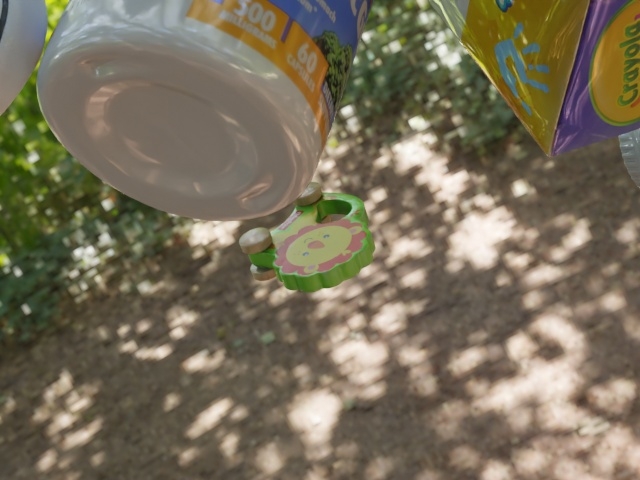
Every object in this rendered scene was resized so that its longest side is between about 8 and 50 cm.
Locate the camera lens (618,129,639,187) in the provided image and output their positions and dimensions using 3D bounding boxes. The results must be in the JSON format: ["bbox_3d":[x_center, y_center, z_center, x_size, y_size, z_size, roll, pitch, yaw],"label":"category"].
[{"bbox_3d":[0.582,-0.163,1.811,0.274,0.219,0.219,-2,30,46],"label":"camera lens"}]

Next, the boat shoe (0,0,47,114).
[{"bbox_3d":[-0.292,-0.093,0.721,0.301,0.102,0.108,-9,66,27],"label":"boat shoe"}]

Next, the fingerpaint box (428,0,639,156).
[{"bbox_3d":[0.150,-0.342,0.807,0.163,0.444,0.371,-19,54,-17],"label":"fingerpaint box"}]

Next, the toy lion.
[{"bbox_3d":[0.000,0.000,0.919,0.096,0.034,0.100,7,39,38],"label":"toy lion"}]

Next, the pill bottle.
[{"bbox_3d":[-0.040,-0.159,0.733,0.152,0.152,0.272,-13,47,40],"label":"pill bottle"}]
